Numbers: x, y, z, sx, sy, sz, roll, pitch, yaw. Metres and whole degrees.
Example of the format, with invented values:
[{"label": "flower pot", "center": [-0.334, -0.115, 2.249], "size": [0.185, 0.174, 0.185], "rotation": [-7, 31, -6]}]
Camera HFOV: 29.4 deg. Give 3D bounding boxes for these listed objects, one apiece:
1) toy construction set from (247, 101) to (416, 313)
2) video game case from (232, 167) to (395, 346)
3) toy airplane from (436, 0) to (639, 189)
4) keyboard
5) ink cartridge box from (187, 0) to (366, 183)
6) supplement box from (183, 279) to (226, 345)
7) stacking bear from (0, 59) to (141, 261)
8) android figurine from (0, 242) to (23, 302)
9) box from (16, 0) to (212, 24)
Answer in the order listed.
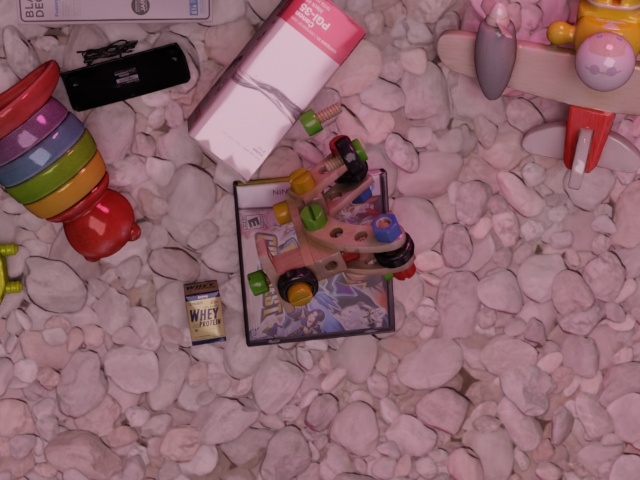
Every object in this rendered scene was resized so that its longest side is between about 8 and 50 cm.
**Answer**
[{"label": "toy construction set", "center": [0.000, 0.000, 1.821], "size": [0.237, 0.309, 0.257], "rotation": [-28, 69, 2]}, {"label": "video game case", "center": [-0.008, 0.028, 1.985], "size": [0.248, 0.035, 0.274], "rotation": [-5, 103, -6]}, {"label": "toy airplane", "center": [0.423, -0.258, 1.852], "size": [0.386, 0.272, 0.384], "rotation": [-33, 95, 19]}, {"label": "keyboard", "center": [-0.304, -0.269, 1.886], "size": [0.192, 0.038, 0.100], "rotation": [-16, 128, -5]}, {"label": "ink cartridge box", "center": [-0.072, -0.241, 1.825], "size": [0.117, 0.207, 0.283], "rotation": [38, 95, -13]}, {"label": "supplement box", "center": [-0.186, 0.115, 1.956], "size": [0.056, 0.083, 0.083], "rotation": [-9, 103, -7]}, {"label": "stacking bear", "center": [-0.392, -0.097, 1.847], "size": [0.175, 0.164, 0.289], "rotation": [-31, 113, 12]}, {"label": "android figurine", "center": [-0.606, 0.056, 1.901], "size": [0.273, 0.056, 0.248], "rotation": [-7, 103, -5]}, {"label": "box", "center": [-0.306, -0.408, 1.803], "size": [0.290, 0.087, 0.169], "rotation": [-1, 115, -7]}]
